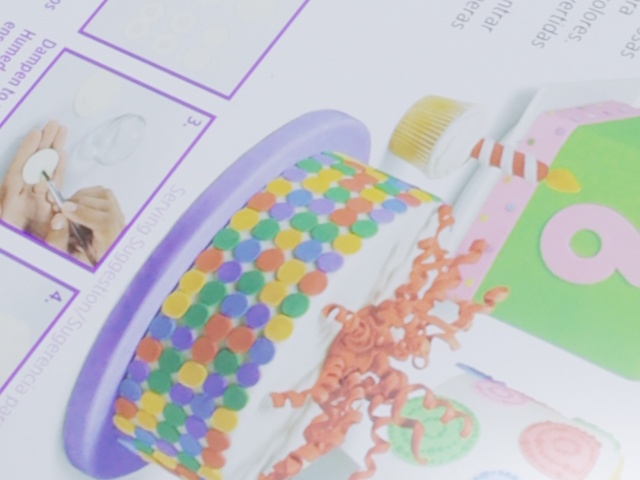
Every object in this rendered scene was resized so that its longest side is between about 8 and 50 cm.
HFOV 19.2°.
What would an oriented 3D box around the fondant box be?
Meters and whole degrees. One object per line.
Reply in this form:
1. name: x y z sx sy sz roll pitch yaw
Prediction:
1. fondant box: 0.000 0.000 0.494 0.330 0.096 0.238 25 67 28
